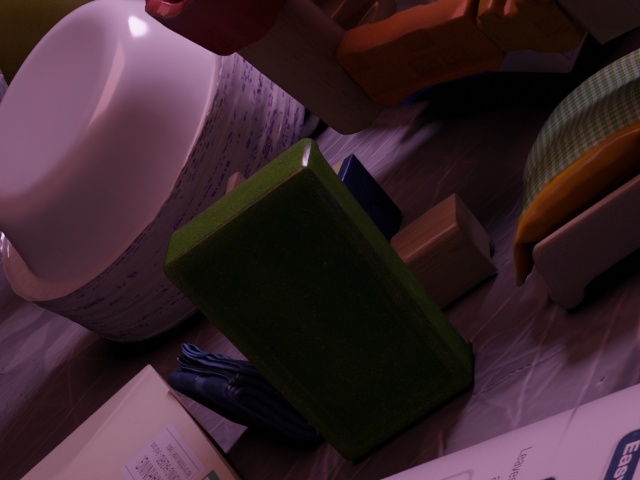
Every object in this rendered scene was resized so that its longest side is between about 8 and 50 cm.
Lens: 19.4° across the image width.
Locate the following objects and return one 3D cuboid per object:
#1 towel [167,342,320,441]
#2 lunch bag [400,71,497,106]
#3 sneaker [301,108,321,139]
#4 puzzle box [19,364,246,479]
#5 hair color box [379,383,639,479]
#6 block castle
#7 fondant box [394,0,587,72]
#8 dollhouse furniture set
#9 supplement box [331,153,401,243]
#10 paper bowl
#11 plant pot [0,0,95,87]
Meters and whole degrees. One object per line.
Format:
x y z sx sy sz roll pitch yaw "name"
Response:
-0.043 0.089 1.090 0.029 0.067 0.119 -61 21 -12 "towel"
0.136 -0.229 1.458 0.293 0.138 0.221 -54 24 -16 "lunch bag"
-0.023 -0.171 1.647 0.321 0.126 0.127 -57 16 -16 "sneaker"
-0.145 0.217 1.009 0.272 0.052 0.409 -41 16 -4 "puzzle box"
0.072 0.147 0.601 0.347 0.105 0.174 -27 21 40 "hair color box"
0.074 -0.312 1.126 0.303 0.213 0.453 -15 48 43 "block castle"
0.129 -0.283 1.327 0.238 0.096 0.330 8 71 52 "fondant box"
0.086 -0.052 1.018 0.301 0.151 0.197 -35 17 16 "dollhouse furniture set"
0.000 0.000 1.249 0.083 0.056 0.083 -32 18 26 "supplement box"
-0.156 -0.075 1.466 0.284 0.148 0.284 -34 42 36 "paper bowl"
-0.134 -0.216 1.833 0.275 0.275 0.293 -47 31 -22 "plant pot"
